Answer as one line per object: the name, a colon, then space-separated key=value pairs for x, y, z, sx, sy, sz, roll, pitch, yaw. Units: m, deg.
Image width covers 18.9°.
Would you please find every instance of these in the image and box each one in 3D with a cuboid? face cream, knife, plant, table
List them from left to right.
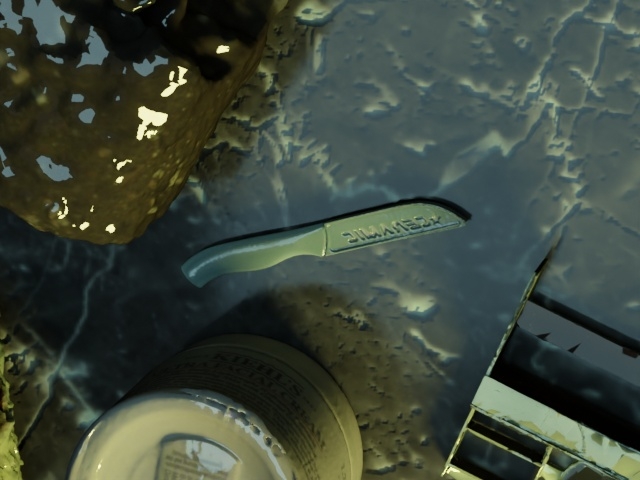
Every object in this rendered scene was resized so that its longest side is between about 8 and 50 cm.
plant: x=-0.130 y=-0.148 z=1.246 sx=0.199 sy=0.188 sz=0.276 roll=29 pitch=109 yaw=7
face cream: x=-0.071 y=0.167 z=1.324 sx=0.177 sy=0.153 sz=0.177 roll=3 pitch=103 yaw=14
knife: x=0.000 y=0.000 z=1.336 sx=0.210 sy=0.015 sz=0.028 roll=-13 pitch=92 yaw=18
table: x=0.177 y=0.123 z=1.292 sx=0.146 sy=0.062 sz=0.175 roll=26 pitch=106 yaw=9

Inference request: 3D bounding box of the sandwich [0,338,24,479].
sandwich: x=-0.360 y=0.155 z=1.417 sx=0.325 sy=0.131 sz=0.262 roll=-35 pitch=90 yaw=23
